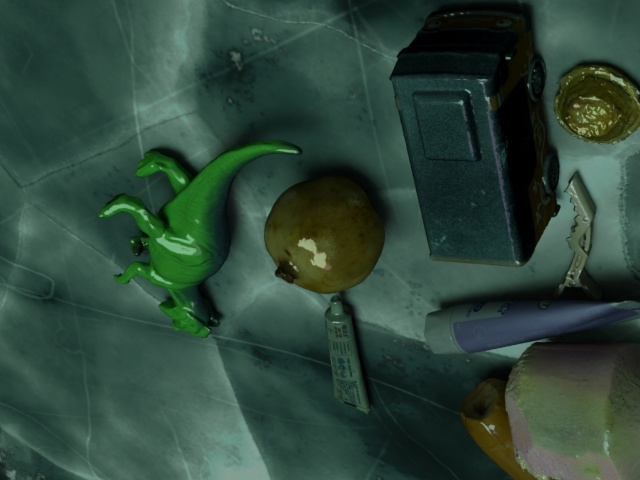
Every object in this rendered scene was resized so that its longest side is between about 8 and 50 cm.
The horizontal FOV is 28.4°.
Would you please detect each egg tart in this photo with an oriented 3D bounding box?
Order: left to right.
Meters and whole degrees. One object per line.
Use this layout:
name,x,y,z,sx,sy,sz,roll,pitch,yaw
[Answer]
egg tart,0.370,-0.175,1.696,0.129,0.049,0.129,16,134,17

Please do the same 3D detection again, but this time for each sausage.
sausage,0.374,0.372,2.087,0.354,0.116,0.134,45,174,-18

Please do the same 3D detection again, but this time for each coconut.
coconut,0.418,0.263,1.897,0.245,0.233,0.233,2,127,35

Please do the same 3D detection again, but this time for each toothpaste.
toothpaste,0.042,0.200,2.196,0.069,0.047,0.268,-2,129,8
toothpaste,0.330,0.125,1.932,0.371,0.080,0.125,-9,165,39

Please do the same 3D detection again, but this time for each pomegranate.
pomegranate,0.000,0.000,1.954,0.196,0.196,0.196,16,132,18

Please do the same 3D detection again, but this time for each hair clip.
hair clip,0.383,0.001,1.843,0.072,0.034,0.226,11,129,18

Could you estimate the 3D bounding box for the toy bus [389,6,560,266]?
toy bus,0.214,-0.135,1.716,0.162,0.194,0.323,5,128,29

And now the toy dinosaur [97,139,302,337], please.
toy dinosaur,-0.163,0.020,2.107,0.500,0.144,0.374,-5,128,39
